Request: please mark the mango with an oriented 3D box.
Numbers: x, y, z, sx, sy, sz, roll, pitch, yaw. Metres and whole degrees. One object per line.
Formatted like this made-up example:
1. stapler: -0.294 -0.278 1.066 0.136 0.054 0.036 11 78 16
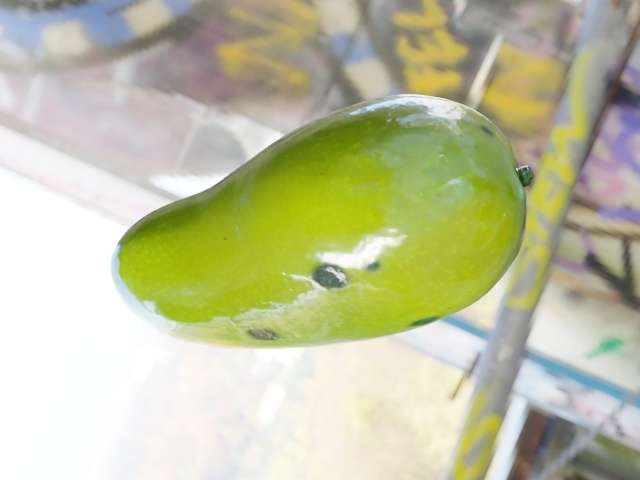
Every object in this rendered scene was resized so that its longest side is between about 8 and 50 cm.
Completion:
1. mango: 0.000 0.000 1.130 0.293 0.175 0.143 -17 61 26
